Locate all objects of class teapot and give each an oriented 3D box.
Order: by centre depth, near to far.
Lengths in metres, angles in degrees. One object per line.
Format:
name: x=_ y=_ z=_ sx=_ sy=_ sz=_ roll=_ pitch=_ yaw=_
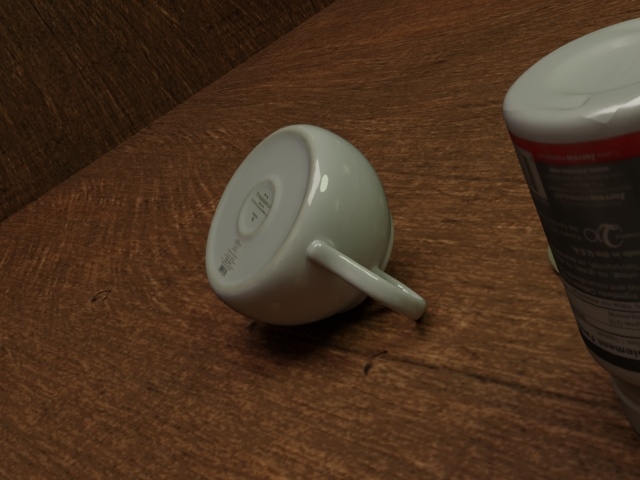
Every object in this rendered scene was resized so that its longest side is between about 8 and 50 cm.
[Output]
teapot: x=0.000 y=0.000 z=0.994 sx=0.252 sy=0.187 sz=0.256 roll=-31 pitch=42 yaw=42

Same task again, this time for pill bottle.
pill bottle: x=0.246 y=0.001 z=0.590 sx=0.161 sy=0.283 sz=0.161 roll=-22 pitch=24 yaw=10

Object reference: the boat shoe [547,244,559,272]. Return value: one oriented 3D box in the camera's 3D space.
boat shoe: x=0.278 y=0.017 z=0.830 sx=0.042 sy=0.048 sz=0.133 roll=-7 pitch=6 yaw=-28
